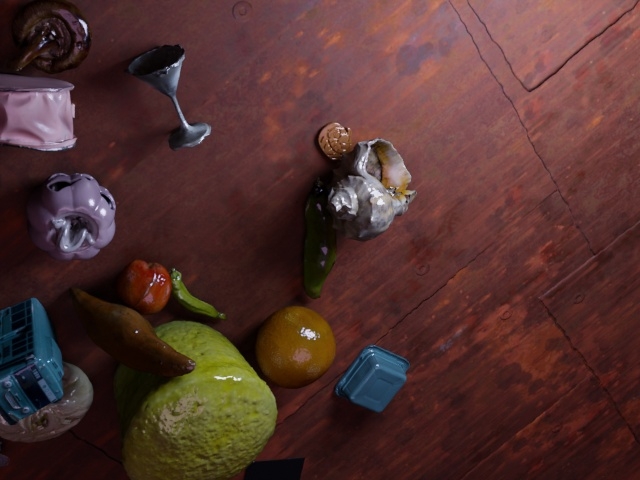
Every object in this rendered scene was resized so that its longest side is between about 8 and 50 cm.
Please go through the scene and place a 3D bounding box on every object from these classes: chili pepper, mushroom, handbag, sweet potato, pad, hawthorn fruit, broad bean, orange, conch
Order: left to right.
[{"bbox_3d":[-0.544,-0.235,1.423,0.205,0.179,0.116,-1,111,-26],"label":"handbag"},{"bbox_3d":[-0.498,-0.362,1.424,0.171,0.080,0.135,-33,112,1],"label":"mushroom"},{"bbox_3d":[-0.407,0.202,1.656,0.112,0.359,0.112,-46,157,-27],"label":"sweet potato"},{"bbox_3d":[-0.385,0.100,1.706,0.128,0.128,0.128,-9,121,-15],"label":"hawthorn fruit"},{"bbox_3d":[-0.295,0.135,1.804,0.049,0.043,0.208,-53,131,-16],"label":"chili pepper"},{"bbox_3d":[-0.144,0.706,2.199,0.170,0.006,0.245,1,118,-22],"label":"pad"},{"bbox_3d":[-0.062,0.255,1.867,0.206,0.206,0.206,-9,121,-15],"label":"orange"},{"bbox_3d":[0.000,0.000,1.817,0.077,0.061,0.338,-4,119,-9],"label":"broad bean"},{"bbox_3d":[0.094,-0.104,1.732,0.159,0.291,0.210,-19,85,27],"label":"conch"}]

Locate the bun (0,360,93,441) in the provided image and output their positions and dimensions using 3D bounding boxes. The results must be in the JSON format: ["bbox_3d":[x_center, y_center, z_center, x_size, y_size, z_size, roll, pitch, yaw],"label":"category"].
[{"bbox_3d":[-0.625,0.367,1.754,0.230,0.145,0.229,-10,119,-18],"label":"bun"}]

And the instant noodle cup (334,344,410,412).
[{"bbox_3d":[0.143,0.377,2.081,0.157,0.070,0.179,27,107,-28],"label":"instant noodle cup"}]

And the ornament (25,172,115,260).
[{"bbox_3d":[-0.492,-0.043,1.556,0.178,0.177,0.177,-9,121,-15],"label":"ornament"}]

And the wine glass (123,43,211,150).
[{"bbox_3d":[-0.289,-0.276,1.532,0.122,0.122,0.182,-22,128,-7],"label":"wine glass"}]

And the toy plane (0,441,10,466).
[{"bbox_3d":[-0.816,0.444,1.752,0.223,0.104,0.326,-2,115,-20],"label":"toy plane"}]

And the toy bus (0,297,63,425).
[{"bbox_3d":[-0.613,0.242,1.618,0.147,0.256,0.128,-25,124,-9],"label":"toy bus"}]

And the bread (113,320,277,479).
[{"bbox_3d":[-0.303,0.371,1.767,0.348,0.308,0.348,-15,124,-24],"label":"bread"}]

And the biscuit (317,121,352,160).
[{"bbox_3d":[0.037,-0.220,1.734,0.078,0.015,0.091,-39,124,4],"label":"biscuit"}]
